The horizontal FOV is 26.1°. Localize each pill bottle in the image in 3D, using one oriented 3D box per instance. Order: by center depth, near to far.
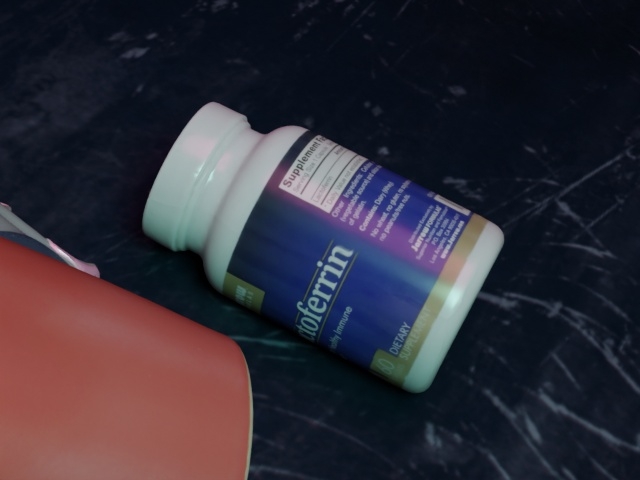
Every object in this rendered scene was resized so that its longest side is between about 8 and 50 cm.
[{"bbox_3d":[0.000,0.000,1.114,0.265,0.153,0.153,27,44,7],"label":"pill bottle"}]

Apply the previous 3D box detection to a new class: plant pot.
[{"bbox_3d":[-0.189,0.130,0.858,0.243,0.275,0.275,15,43,-21],"label":"plant pot"}]

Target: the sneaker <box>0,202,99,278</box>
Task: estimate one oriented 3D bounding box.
[{"bbox_3d":[-0.315,-0.011,1.059,0.319,0.112,0.131,35,28,10],"label":"sneaker"}]
